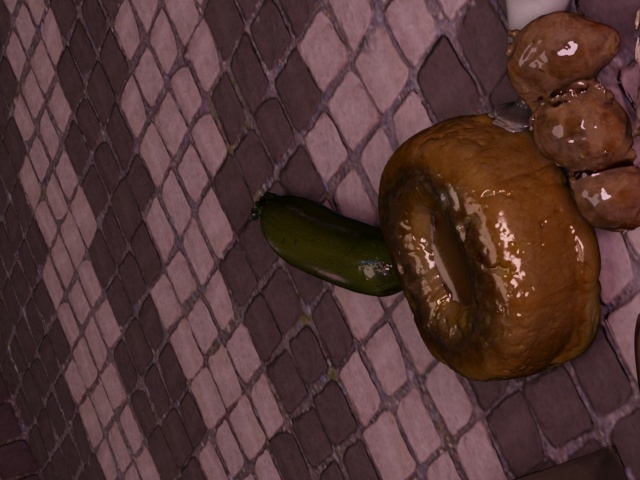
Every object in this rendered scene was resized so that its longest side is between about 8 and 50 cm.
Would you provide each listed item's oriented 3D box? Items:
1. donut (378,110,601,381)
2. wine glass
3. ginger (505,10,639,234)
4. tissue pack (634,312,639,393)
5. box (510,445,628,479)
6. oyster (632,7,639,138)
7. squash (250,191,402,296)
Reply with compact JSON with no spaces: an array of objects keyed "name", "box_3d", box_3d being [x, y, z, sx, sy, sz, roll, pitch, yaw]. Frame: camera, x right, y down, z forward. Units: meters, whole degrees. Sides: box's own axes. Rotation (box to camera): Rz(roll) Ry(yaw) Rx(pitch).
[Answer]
[{"name":"donut","box_3d":[0.161,0.005,1.370,0.208,0.128,0.262,-43,67,56]},{"name":"wine glass","box_3d":[0.192,-0.180,1.293,0.072,0.072,0.155,35,131,48]},{"name":"ginger","box_3d":[0.227,-0.098,1.231,0.104,0.080,0.204,-13,104,33]},{"name":"tissue pack","box_3d":[0.390,0.161,0.904,0.276,0.267,0.387,-9,98,43]},{"name":"box","box_3d":[0.198,0.318,1.417,0.231,0.148,0.155,-38,69,58]},{"name":"oyster","box_3d":[0.294,-0.164,1.134,0.133,0.071,0.209,-106,22,-79]},{"name":"squash","box_3d":[0.000,-0.001,1.681,0.331,0.087,0.087,27,125,55]}]
